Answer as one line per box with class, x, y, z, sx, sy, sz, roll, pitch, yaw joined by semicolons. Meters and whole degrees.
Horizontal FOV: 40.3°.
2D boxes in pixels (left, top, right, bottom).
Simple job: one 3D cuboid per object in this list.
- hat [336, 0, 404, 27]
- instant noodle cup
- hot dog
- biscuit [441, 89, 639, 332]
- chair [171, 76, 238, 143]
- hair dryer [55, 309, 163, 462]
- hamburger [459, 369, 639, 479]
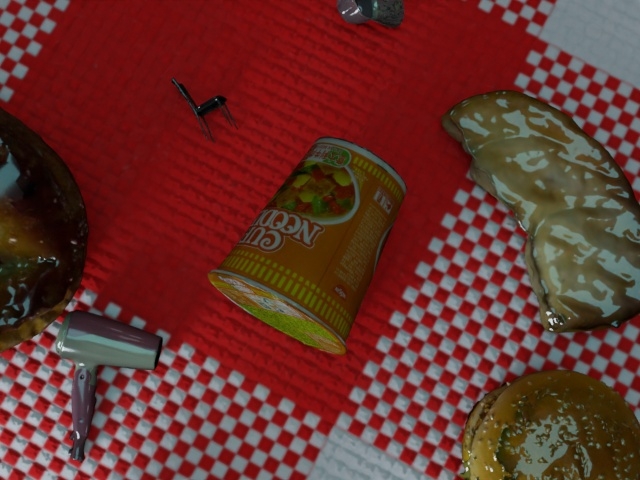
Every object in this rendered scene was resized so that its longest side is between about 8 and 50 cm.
hat;0.055;-0.270;1.005;0.087;0.042;0.058;-6;88;-35
instant noodle cup;0.000;0.000;0.907;0.168;0.168;0.185;29;75;4
hot dog;-0.427;-0.039;0.893;0.387;0.174;0.267;31;80;5
biscuit;0.263;-0.043;0.962;0.154;0.045;0.299;-24;81;-3
chair;-0.129;-0.155;0.982;0.042;0.037;0.086;-33;87;7
hair dryer;-0.240;0.160;0.933;0.106;0.054;0.154;18;91;-2
hamburger;0.244;0.226;0.885;0.191;0.118;0.182;42;86;2
